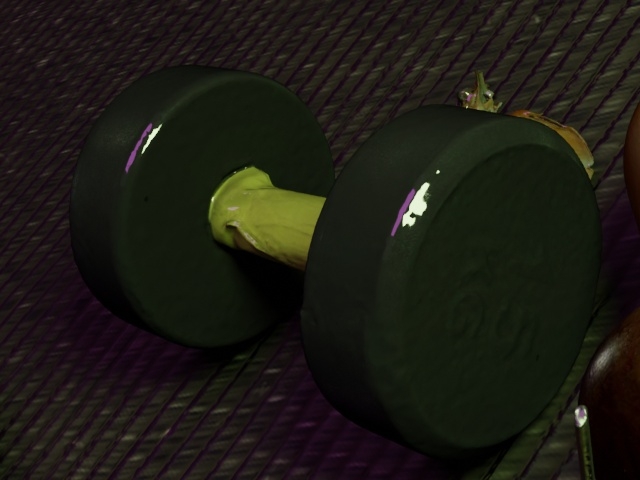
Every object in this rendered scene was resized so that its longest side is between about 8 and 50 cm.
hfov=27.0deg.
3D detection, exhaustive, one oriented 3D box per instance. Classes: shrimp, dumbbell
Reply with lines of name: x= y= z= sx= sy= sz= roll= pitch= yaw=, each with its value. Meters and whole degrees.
shrimp: x=0.138 y=-0.068 z=0.963 sx=0.099 sy=0.041 sz=0.180 roll=-26 pitch=40 yaw=12
dumbbell: x=0.000 y=0.000 z=0.872 sx=0.322 sy=0.204 sz=0.204 roll=17 pitch=63 yaw=45

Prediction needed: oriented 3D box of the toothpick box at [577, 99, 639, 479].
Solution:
toothpick box: x=0.233 y=0.029 z=0.692 sx=0.192 sy=0.192 sz=0.294 roll=-14 pitch=38 yaw=25

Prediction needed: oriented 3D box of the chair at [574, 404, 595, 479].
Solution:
chair: x=0.132 y=0.175 z=0.624 sx=0.095 sy=0.221 sz=0.104 roll=32 pitch=73 yaw=24
